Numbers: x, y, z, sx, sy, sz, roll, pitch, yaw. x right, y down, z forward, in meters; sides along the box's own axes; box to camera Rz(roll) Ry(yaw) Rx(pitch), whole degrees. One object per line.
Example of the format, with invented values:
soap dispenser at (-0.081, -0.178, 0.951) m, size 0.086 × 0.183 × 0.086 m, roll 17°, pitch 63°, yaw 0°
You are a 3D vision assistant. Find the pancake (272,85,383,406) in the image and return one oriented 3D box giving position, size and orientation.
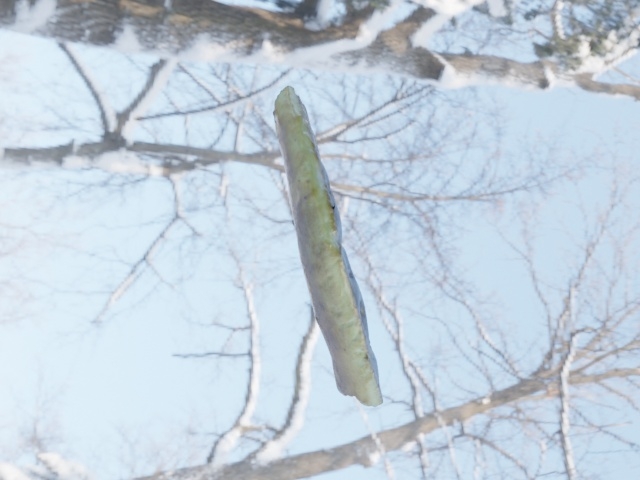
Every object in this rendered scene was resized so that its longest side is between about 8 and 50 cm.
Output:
pancake at (0.000, 0.002, 1.269) m, size 0.067 × 0.305 × 0.427 m, roll -16°, pitch -81°, yaw 0°
